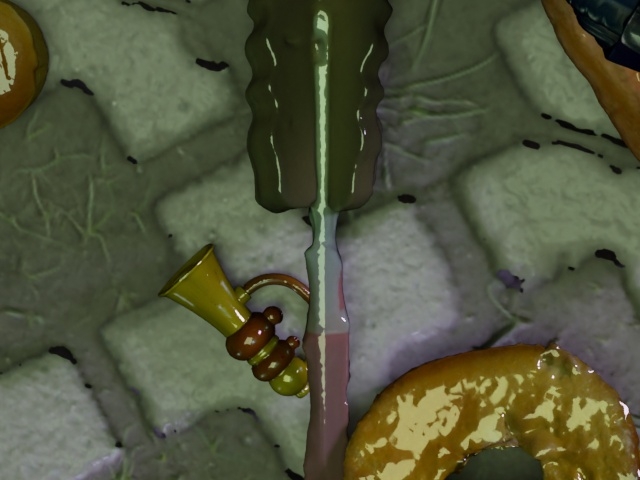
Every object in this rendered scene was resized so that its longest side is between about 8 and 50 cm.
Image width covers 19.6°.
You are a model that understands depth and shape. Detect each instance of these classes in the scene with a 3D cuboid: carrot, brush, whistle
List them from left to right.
[{"bbox_3d":[-0.040,0.047,1.128,0.109,0.057,0.046,41,151,-10],"label":"whistle"},{"bbox_3d":[0.000,0.000,1.082,0.084,0.071,0.301,1,100,6],"label":"brush"},{"bbox_3d":[0.182,-0.092,1.037,0.072,0.072,0.205,-39,91,15],"label":"carrot"}]

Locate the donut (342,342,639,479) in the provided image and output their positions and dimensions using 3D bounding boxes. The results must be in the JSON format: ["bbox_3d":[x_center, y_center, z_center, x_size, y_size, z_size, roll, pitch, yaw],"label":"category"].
[{"bbox_3d":[0.105,0.142,1.097,0.178,0.065,0.162,-4,86,15],"label":"donut"}]

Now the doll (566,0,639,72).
[{"bbox_3d":[0.192,-0.221,0.881,0.240,0.310,0.284,18,105,3],"label":"doll"}]

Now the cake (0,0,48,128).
[{"bbox_3d":[-0.205,-0.107,1.109,0.084,0.044,0.084,2,102,7],"label":"cake"}]
